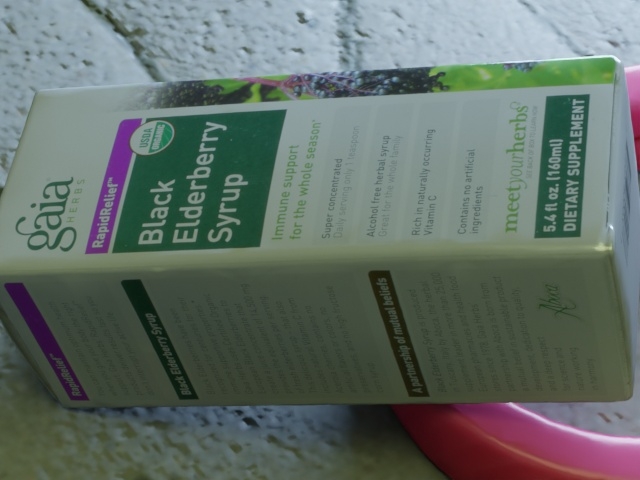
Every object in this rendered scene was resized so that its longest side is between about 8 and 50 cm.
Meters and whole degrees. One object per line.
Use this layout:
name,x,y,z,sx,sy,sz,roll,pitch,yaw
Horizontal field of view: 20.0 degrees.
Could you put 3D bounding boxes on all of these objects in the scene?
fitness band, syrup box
fitness band,0.162,0.016,0.763,0.291,0.054,0.209,-10,54,-12
syrup box,0.000,0.000,0.694,0.237,0.096,0.093,-1,51,15
